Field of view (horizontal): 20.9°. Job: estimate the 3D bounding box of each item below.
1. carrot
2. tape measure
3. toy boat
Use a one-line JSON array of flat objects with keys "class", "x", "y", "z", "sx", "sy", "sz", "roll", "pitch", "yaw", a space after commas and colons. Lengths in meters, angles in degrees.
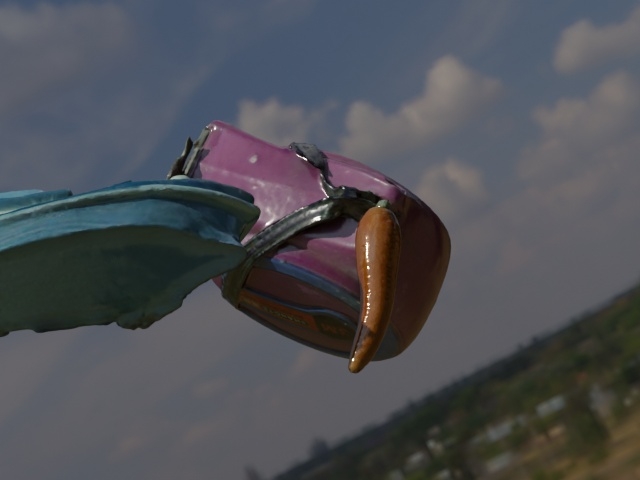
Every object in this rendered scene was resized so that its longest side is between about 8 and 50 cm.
[{"class": "carrot", "x": 0.040, "y": 0.032, "z": 1.277, "sx": 0.035, "sy": 0.142, "sz": 0.035, "roll": 5, "pitch": -25, "yaw": 3}, {"class": "tape measure", "x": 0.000, "y": 0.000, "z": 1.598, "sx": 0.245, "sy": 0.231, "sz": 0.149, "roll": 67, "pitch": -138, "yaw": -59}, {"class": "toy boat", "x": -0.159, "y": 0.001, "z": 1.239, "sx": 0.238, "sy": 0.098, "sz": 0.109, "roll": -9, "pitch": -54, "yaw": -8}]
